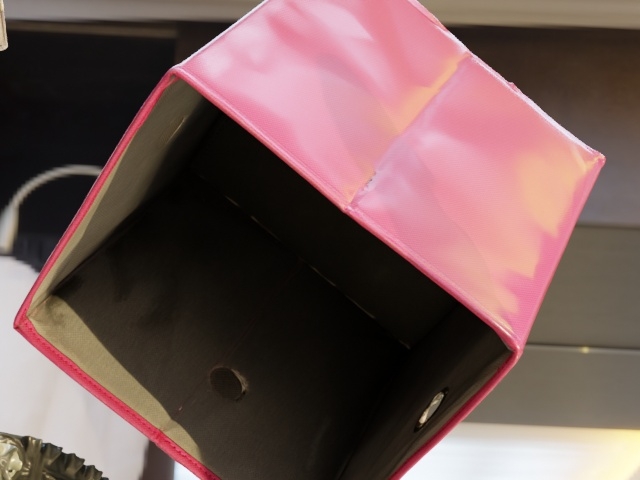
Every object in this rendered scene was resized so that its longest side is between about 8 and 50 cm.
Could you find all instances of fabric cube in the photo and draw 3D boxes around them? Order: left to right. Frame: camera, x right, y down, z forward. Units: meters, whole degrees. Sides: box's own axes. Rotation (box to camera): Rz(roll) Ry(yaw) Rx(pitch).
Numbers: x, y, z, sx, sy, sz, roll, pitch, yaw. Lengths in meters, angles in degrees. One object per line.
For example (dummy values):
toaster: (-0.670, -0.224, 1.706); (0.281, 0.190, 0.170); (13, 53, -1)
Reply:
fabric cube: (0.000, 0.000, 0.812); (0.254, 0.259, 0.258); (-50, -179, 36)

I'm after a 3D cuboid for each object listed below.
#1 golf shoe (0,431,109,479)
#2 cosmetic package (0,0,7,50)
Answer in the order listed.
golf shoe: (-0.254, 0.159, 0.675); (0.120, 0.273, 0.105); (-7, -98, 62)
cosmetic package: (-0.400, -0.219, 0.925); (0.160, 0.309, 0.113); (-26, 127, -40)
